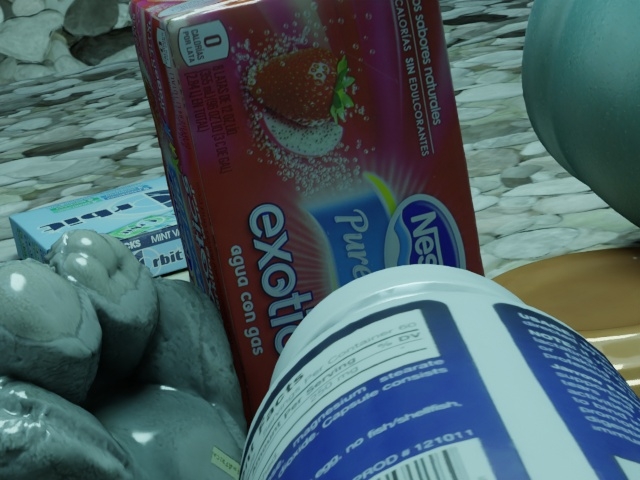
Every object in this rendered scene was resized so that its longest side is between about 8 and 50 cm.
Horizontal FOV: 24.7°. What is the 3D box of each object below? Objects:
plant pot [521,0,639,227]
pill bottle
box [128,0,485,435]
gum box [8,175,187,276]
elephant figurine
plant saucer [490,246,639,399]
[{"bbox_3d":[0.295,-0.093,0.877,0.293,0.293,0.196,-14,43,-16],"label":"plant pot"},{"bbox_3d":[0.050,0.105,0.477,0.153,0.153,0.265,-10,17,-1],"label":"pill bottle"},{"bbox_3d":[0.000,0.000,0.693,0.122,0.257,0.128,-15,16,-12],"label":"box"},{"bbox_3d":[-0.165,-0.007,1.224,0.157,0.041,0.184,-16,16,-20],"label":"gum box"},{"bbox_3d":[-0.150,0.108,0.632,0.239,0.186,0.169,-30,-33,30],"label":"elephant figurine"},{"bbox_3d":[0.165,0.044,0.844,0.200,0.037,0.200,-10,16,3],"label":"plant saucer"}]
